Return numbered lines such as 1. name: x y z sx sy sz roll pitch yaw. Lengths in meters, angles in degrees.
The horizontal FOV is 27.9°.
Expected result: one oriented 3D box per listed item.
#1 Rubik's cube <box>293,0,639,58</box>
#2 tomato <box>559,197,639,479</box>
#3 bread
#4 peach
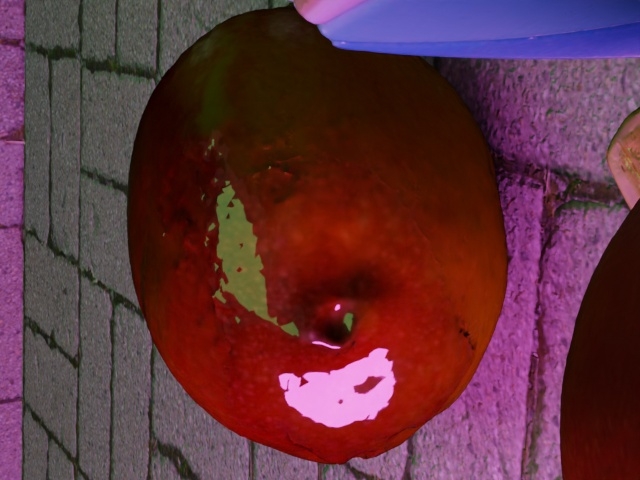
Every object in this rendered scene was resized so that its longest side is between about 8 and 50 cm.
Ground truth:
1. Rubik's cube: 0.163 -0.299 0.604 0.347 0.351 0.352 -29 69 60
2. tomato: 0.261 0.063 0.533 0.321 0.321 0.322 10 102 62
3. bread: 0.233 -0.036 0.810 0.115 0.056 0.082 66 150 25
4. peach: -0.002 0.000 1.010 0.372 0.289 0.373 180 90 -70
